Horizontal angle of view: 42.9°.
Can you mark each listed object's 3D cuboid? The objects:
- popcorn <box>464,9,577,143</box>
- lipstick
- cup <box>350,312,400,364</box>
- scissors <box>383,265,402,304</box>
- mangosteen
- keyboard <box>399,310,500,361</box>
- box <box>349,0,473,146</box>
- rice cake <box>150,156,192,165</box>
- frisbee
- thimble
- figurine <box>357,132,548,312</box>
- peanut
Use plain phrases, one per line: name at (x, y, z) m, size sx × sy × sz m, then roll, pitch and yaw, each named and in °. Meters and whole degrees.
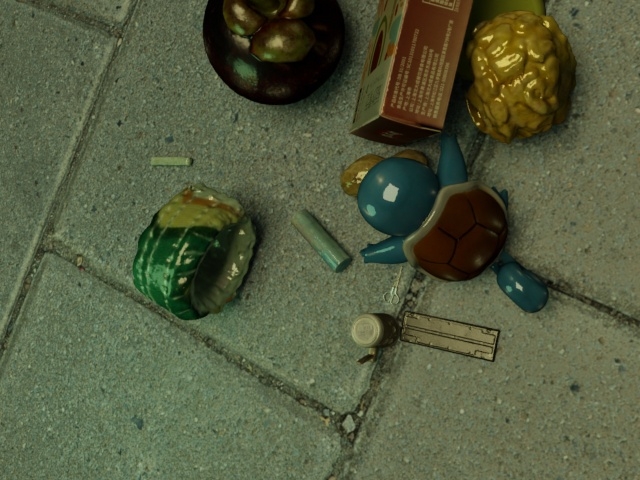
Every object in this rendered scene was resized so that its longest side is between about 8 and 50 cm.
popcorn at (0.367, -0.293, 1.501) m, size 0.190 × 0.250 × 0.250 m, roll 4°, pitch 86°, yaw 40°
lipstick at (0.000, 0.000, 1.770) m, size 0.048 × 0.048 × 0.158 m, roll -49°, pitch 66°, yaw 15°
cup at (0.102, 0.194, 1.668) m, size 0.074 × 0.099 × 0.102 m, roll 45°, pitch 105°, yaw 24°
scissors at (0.157, 0.093, 1.702) m, size 0.036 × 0.006 × 0.083 m, roll 21°, pitch 94°, yaw 25°
mangosteen at (-0.101, -0.446, 1.701) m, size 0.306 × 0.347 × 0.307 m, roll 0°, pitch 79°, yaw 0°
keyboard at (0.256, 0.192, 1.639) m, size 0.202 × 0.011 × 0.067 m, roll 10°, pitch 88°, yaw 28°
box at (0.177, -0.390, 1.554) m, size 0.122 × 0.344 × 0.385 m, roll 13°, pitch 91°, yaw -7°
rice cake at (-0.365, -0.193, 1.993) m, size 0.121 × 0.021 × 0.022 m, roll 3°, pitch 91°, yaw 29°
frisbee at (0.339, -0.438, 1.658) m, size 0.236 × 0.017 × 0.236 m, roll -3°, pitch 84°, yaw 28°
thimble at (-0.271, 0.025, 1.791) m, size 0.167 × 0.254 × 0.288 m, roll 25°, pitch 95°, yaw 26°
figurine at (0.239, -0.013, 1.537) m, size 0.416 × 0.243 × 0.298 m, roll 34°, pitch 110°, yaw -15°
peanut at (0.131, -0.142, 1.701) m, size 0.192 × 0.089 × 0.089 m, roll -8°, pitch 81°, yaw 22°
